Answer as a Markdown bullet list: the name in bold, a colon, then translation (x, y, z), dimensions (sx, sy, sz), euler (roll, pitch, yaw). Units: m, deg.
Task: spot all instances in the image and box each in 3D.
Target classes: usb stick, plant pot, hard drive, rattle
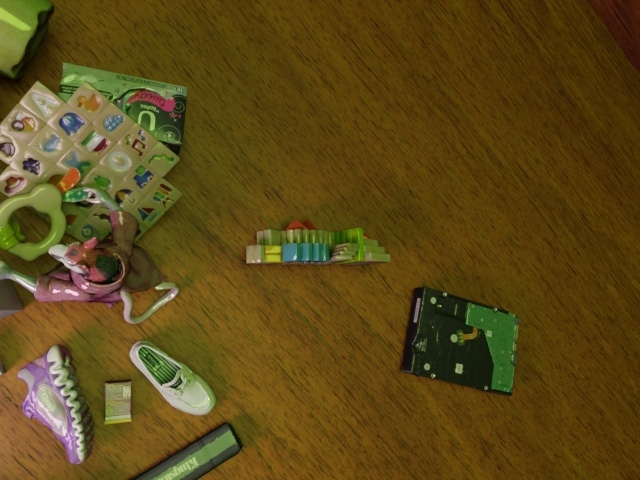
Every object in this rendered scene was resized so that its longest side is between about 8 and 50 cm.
- **usb stick**: translation (-0.302, 0.495, 1.077), dimensions (0.278, 0.045, 0.077), euler (-26, 92, -23)
- **plant pot**: translation (-0.691, -0.460, 0.983), dimensions (0.253, 0.276, 0.276), euler (29, 71, -28)
- **hard drive**: translation (0.396, 0.283, 1.389), dimensions (0.338, 0.064, 0.237), euler (16, 75, -18)
- **rattle**: translation (-0.565, -0.063, 1.009), dimensions (0.130, 0.142, 0.200), euler (35, 75, -22)

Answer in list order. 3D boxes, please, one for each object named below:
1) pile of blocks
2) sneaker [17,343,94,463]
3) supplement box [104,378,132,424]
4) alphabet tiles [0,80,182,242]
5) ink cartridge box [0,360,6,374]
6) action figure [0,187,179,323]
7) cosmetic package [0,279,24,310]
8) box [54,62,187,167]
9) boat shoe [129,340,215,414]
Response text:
- **pile of blocks**: translation (0.000, 0.000, 1.228), dimensions (0.361, 0.149, 0.113), euler (1, 81, -22)
- **sneaker**: translation (-0.529, 0.333, 0.993), dimensions (0.104, 0.095, 0.237), euler (-20, 84, -17)
- **supplement box**: translation (-0.427, 0.339, 1.053), dimensions (0.054, 0.043, 0.083), euler (2, 81, -22)
- **alphabet tiles**: translation (-0.472, -0.142, 1.019), dimensions (0.285, 0.011, 0.342), euler (-43, 122, 9)
- **ink cartridge box**: translation (-0.652, 0.230, 0.977), dimensions (0.028, 0.048, 0.083), euler (-26, 90, -24)
- **action figure**: translation (-0.417, 0.072, 0.925), dimensions (0.248, 0.370, 0.276), euler (-45, 102, -20)
- **cosmetic package**: translation (-0.626, 0.093, 0.910), dimensions (0.085, 0.231, 0.117), euler (-26, 91, -20)
- **box**: translation (-0.429, -0.263, 1.088), dimensions (0.247, 0.163, 0.142), euler (5, 77, -21)
- **boat shoe**: translation (-0.321, 0.306, 1.084), dimensions (0.226, 0.075, 0.083), euler (40, 69, -12)
